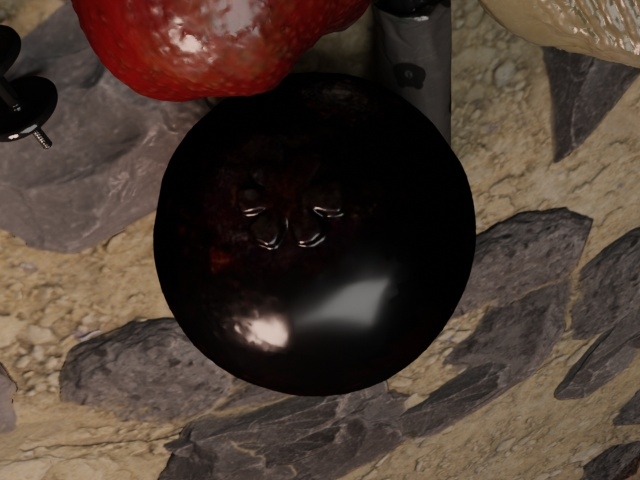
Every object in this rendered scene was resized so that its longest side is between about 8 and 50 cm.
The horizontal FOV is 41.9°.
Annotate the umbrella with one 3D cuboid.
[{"bbox_3d":[0.093,-0.144,0.835,0.067,0.073,0.337,-54,152,-30],"label":"umbrella"}]

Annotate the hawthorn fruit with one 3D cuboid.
[{"bbox_3d":[-0.070,-0.225,0.547,0.230,0.210,0.266,-32,139,-13],"label":"hawthorn fruit"}]

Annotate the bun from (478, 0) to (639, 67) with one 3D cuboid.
[{"bbox_3d":[0.248,-0.278,0.680,0.281,0.205,0.281,9,129,12],"label":"bun"}]

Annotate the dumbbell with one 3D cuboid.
[{"bbox_3d":[-0.251,-0.123,0.656,0.069,0.069,0.147,-27,140,-2],"label":"dumbbell"}]

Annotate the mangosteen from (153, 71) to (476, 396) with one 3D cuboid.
[{"bbox_3d":[0.002,0.008,0.774,0.297,0.297,0.313,-28,137,-1],"label":"mangosteen"}]
